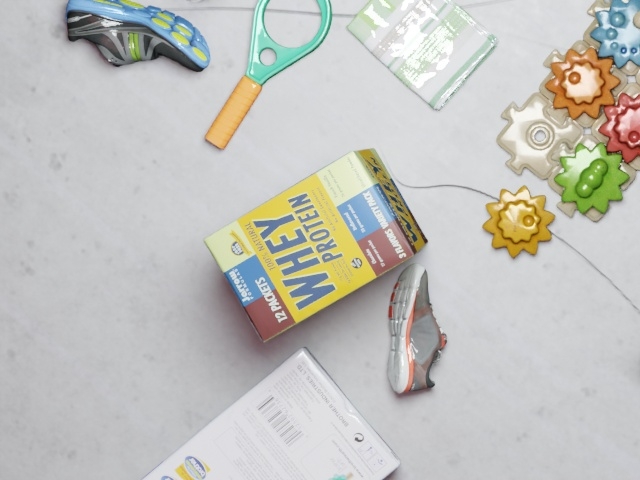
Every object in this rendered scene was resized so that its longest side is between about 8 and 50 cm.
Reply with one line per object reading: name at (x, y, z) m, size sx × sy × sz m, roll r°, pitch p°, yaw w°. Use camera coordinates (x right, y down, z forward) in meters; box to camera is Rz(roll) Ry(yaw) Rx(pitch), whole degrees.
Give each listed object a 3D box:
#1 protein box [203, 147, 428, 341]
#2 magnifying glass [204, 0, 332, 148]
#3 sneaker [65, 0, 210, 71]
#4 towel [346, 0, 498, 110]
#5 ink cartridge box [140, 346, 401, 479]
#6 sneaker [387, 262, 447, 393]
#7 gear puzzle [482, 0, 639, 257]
protein box at (0.000, 0.000, 1.764) m, size 0.200 × 0.201 × 0.136 m, roll -30°, pitch 90°, yaw 10°
magnifying glass at (-0.068, -0.215, 1.848) m, size 0.092 × 0.026 × 0.231 m, roll 33°, pitch 99°, yaw 5°
sneaker at (-0.221, -0.244, 1.856) m, size 0.188 × 0.067 × 0.078 m, roll 19°, pitch 118°, yaw 5°
towel at (0.120, -0.244, 1.818) m, size 0.152 × 0.023 × 0.113 m, roll 42°, pitch 98°, yaw 4°
ink cartridge box at (-0.080, 0.296, 1.848) m, size 0.311 × 0.065 × 0.186 m, roll -39°, pitch 87°, yaw -2°
sneaker at (0.120, 0.106, 1.837) m, size 0.065 × 0.061 × 0.157 m, roll 4°, pitch 96°, yaw -19°
gear puzzle at (0.304, -0.125, 1.787) m, size 0.175 × 0.044 × 0.339 m, roll 40°, pitch 99°, yaw 4°
